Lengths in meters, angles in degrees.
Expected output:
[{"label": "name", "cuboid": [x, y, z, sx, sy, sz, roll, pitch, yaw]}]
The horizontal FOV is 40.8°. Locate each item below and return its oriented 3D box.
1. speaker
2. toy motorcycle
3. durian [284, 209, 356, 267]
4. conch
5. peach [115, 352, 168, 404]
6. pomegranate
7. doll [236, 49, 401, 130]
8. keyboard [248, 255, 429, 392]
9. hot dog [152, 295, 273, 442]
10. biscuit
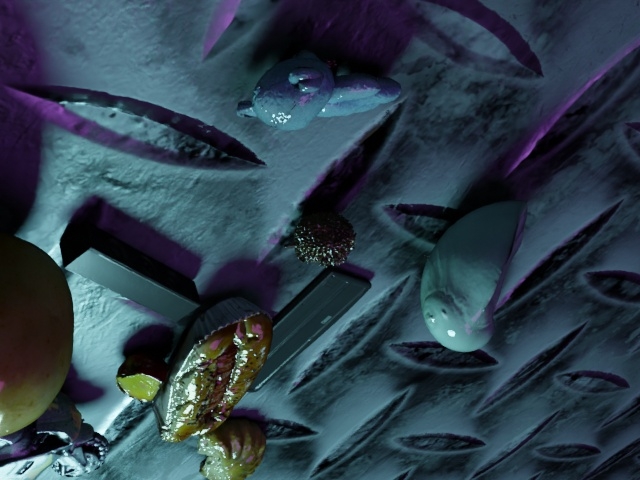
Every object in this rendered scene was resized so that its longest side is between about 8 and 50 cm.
[{"label": "speaker", "cuboid": [-0.220, 0.041, 1.010, 0.046, 0.040, 0.191, -34, 143, 15]}, {"label": "toy motorcycle", "cuboid": [-0.426, 0.267, 1.122, 0.307, 0.108, 0.173, -2, 129, -26]}, {"label": "durian", "cuboid": [0.000, 0.000, 1.058, 0.091, 0.080, 0.080, -10, 142, -3]}, {"label": "conch", "cuboid": [0.208, 0.040, 1.154, 0.121, 0.185, 0.221, 23, 85, -13]}, {"label": "peach", "cuboid": [-0.235, 0.184, 1.165, 0.077, 0.050, 0.083, -11, 138, 18]}, {"label": "pomegranate", "cuboid": [-0.352, 0.090, 0.836, 0.233, 0.233, 0.233, -16, 142, -13]}, {"label": "doll", "cuboid": [0.005, -0.160, 0.876, 0.180, 0.075, 0.120, -21, 180, -41]}, {"label": "keyboard", "cuboid": [-0.008, 0.106, 1.223, 0.381, 0.041, 0.103, -39, 143, 27]}, {"label": "hot dog", "cuboid": [-0.146, 0.182, 1.183, 0.144, 0.075, 0.268, -10, 138, -37]}, {"label": "biscuit", "cuboid": [-0.143, 0.354, 1.421, 0.118, 0.061, 0.183, -16, 142, -14]}]
